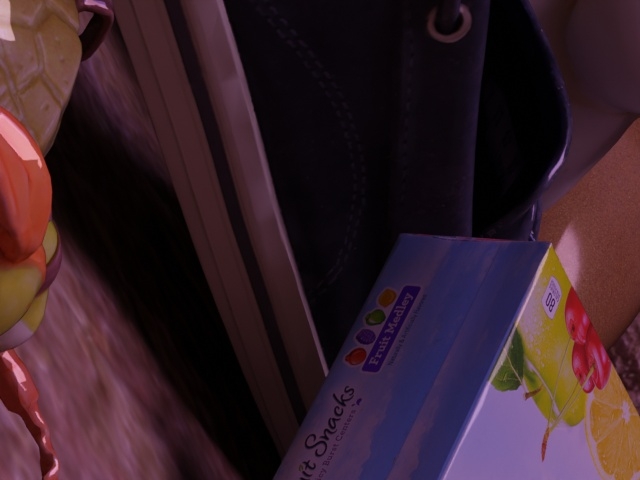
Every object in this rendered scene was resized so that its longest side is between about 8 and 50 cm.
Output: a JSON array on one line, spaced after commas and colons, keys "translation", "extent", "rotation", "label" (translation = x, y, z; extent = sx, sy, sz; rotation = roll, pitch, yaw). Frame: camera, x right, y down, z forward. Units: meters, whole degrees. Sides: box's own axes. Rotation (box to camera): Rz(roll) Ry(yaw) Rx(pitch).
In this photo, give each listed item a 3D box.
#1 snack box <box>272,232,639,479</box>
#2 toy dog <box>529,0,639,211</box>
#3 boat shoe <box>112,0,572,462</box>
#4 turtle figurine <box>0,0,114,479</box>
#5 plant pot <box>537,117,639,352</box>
[{"translation": [0.059, 0.129, 0.636], "extent": [0.174, 0.070, 0.207], "rotation": [-60, 136, -31], "label": "snack box"}, {"translation": [0.053, -0.231, 0.873], "extent": [0.408, 0.395, 0.284], "rotation": [52, 16, -25], "label": "toy dog"}, {"translation": [0.025, -0.030, 0.728], "extent": [0.500, 0.156, 0.186], "rotation": [75, -2, -51], "label": "boat shoe"}, {"translation": [-0.093, -0.065, 0.377], "extent": [0.269, 0.087, 0.217], "rotation": [66, 6, -63], "label": "turtle figurine"}, {"translation": [0.144, 0.020, 1.349], "extent": [0.237, 0.237, 0.254], "rotation": [62, 25, -17], "label": "plant pot"}]
